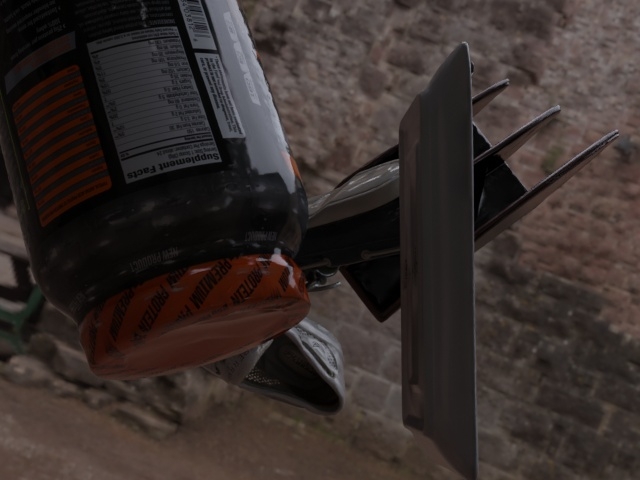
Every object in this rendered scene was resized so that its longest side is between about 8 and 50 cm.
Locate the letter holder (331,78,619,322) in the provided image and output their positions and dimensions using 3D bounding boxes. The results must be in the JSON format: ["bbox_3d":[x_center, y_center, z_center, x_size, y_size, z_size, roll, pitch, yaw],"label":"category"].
[{"bbox_3d":[0.167,-0.073,1.153,0.152,0.302,0.214,53,-33,6],"label":"letter holder"}]

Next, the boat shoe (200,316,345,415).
[{"bbox_3d":[-0.080,0.095,0.995,0.277,0.098,0.096,27,20,-26],"label":"boat shoe"}]

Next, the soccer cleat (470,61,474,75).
[{"bbox_3d":[0.159,-0.190,1.131,0.035,0.029,0.083,-26,4,28],"label":"soccer cleat"}]

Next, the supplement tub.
[{"bbox_3d":[-0.134,-0.081,0.756,0.207,0.338,0.207,-17,-16,-5],"label":"supplement tub"}]

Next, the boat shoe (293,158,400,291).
[{"bbox_3d":[0.000,0.000,0.894,0.254,0.095,0.079,-20,-74,37],"label":"boat shoe"}]

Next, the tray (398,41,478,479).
[{"bbox_3d":[0.074,0.017,0.674,0.030,0.270,0.145,0,-7,-3],"label":"tray"}]
